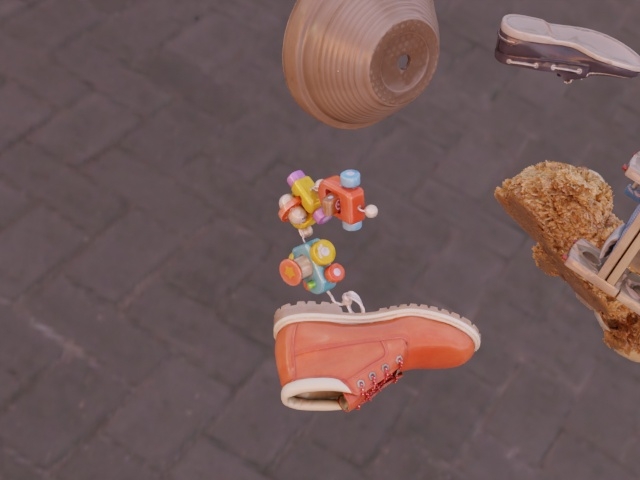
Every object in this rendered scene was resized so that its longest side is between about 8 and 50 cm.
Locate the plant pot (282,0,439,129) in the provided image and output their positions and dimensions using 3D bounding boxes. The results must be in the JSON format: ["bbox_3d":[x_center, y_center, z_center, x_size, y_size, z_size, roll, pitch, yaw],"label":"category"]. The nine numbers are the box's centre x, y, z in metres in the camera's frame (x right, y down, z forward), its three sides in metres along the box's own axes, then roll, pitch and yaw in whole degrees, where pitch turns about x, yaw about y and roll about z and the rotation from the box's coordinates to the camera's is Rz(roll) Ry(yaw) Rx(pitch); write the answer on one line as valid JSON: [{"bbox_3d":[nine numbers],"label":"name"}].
[{"bbox_3d":[0.077,-0.246,1.926,0.237,0.237,0.110,-8,28,-38],"label":"plant pot"}]

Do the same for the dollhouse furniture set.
[{"bbox_3d":[0.355,-0.019,1.553,0.129,0.129,0.183,34,27,9],"label":"dollhouse furniture set"}]

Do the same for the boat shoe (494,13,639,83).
[{"bbox_3d":[0.334,-0.248,2.009,0.206,0.065,0.075,14,34,-7],"label":"boat shoe"}]

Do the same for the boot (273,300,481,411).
[{"bbox_3d":[0.043,0.094,1.117,0.158,0.059,0.085,-1,50,0],"label":"boot"}]

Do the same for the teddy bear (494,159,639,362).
[{"bbox_3d":[0.366,0.030,1.870,0.113,0.245,0.338,-41,88,-10],"label":"teddy bear"}]

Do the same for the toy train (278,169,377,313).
[{"bbox_3d":[0.000,0.000,1.431,0.046,0.166,0.125,-22,39,-31],"label":"toy train"}]
